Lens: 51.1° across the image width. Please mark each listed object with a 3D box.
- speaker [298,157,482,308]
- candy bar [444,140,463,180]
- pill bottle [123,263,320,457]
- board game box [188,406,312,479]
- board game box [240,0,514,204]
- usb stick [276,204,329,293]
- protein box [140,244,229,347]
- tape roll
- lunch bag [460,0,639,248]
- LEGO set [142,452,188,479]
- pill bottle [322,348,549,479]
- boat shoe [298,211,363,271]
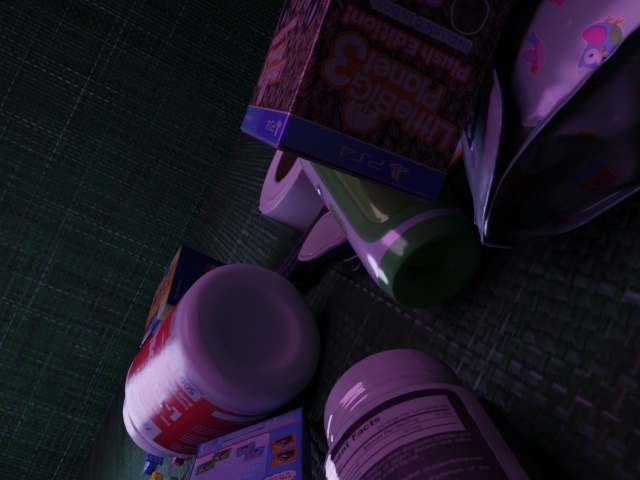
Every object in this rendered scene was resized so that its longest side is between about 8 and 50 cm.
[{"bbox_3d":[0.071,-0.058,0.808,0.131,0.131,0.296,-56,40,24],"label":"speaker"},{"bbox_3d":[0.198,-0.135,0.853,0.161,0.018,0.040,-49,25,40],"label":"candy bar"},{"bbox_3d":[-0.189,0.225,1.122,0.407,0.229,0.229,-45,26,46],"label":"pill bottle"},{"bbox_3d":[-0.090,0.296,0.846,0.160,0.039,0.211,-21,10,3],"label":"board game box"},{"bbox_3d":[0.053,-0.206,0.609,0.232,0.141,0.290,-139,68,-72],"label":"board game box"},{"bbox_3d":[0.000,0.000,1.149,0.045,0.077,0.278,53,124,27],"label":"usb stick"},{"bbox_3d":[-0.242,0.150,1.409,0.136,0.201,0.199,-55,20,29],"label":"protein box"},{"bbox_3d":[-0.018,-0.161,1.362,0.286,0.100,0.286,-52,22,32],"label":"tape roll"},{"bbox_3d":[0.212,-0.141,0.574,0.262,0.160,0.223,-45,31,36],"label":"lunch bag"},{"bbox_3d":[-0.322,0.491,1.371,0.093,0.087,0.227,-52,23,35],"label":"LEGO set"},{"bbox_3d":[0.089,0.204,0.483,0.162,0.162,0.278,-60,18,14],"label":"pill bottle"},{"bbox_3d":[0.049,-0.009,1.006,0.254,0.079,0.095,-33,34,54],"label":"boat shoe"}]
